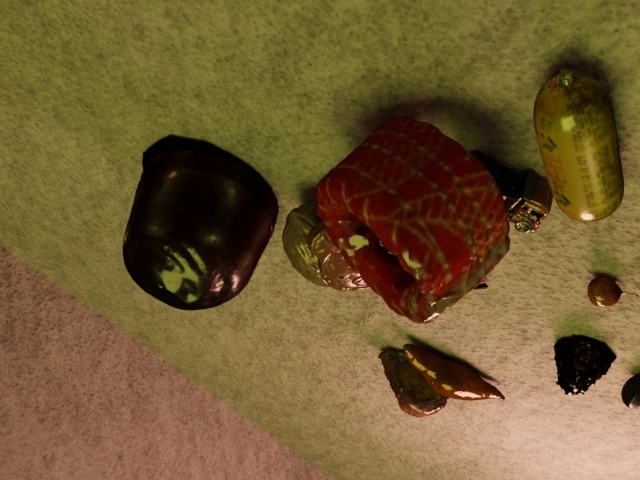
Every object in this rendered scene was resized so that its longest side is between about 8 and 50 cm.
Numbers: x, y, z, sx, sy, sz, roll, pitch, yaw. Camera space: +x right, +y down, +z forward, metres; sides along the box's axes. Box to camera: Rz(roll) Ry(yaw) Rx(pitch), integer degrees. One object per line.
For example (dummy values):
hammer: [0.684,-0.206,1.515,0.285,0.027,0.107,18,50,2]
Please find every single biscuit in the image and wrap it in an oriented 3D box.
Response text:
biscuit: [0.119,0.007,1.627,0.273,0.049,0.257,-26,133,0]

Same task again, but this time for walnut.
walnut: [0.001,0.001,1.724,0.178,0.178,0.230,-5,140,39]

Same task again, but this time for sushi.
sushi: [0.276,0.447,2.269,0.241,0.161,0.107,23,152,-2]

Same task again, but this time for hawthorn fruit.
hawthorn fruit: [0.627,0.110,1.589,0.103,0.067,0.067,-5,142,20]

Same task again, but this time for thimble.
thimble: [0.166,-0.036,1.373,0.350,0.230,0.350,48,167,15]

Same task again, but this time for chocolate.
chocolate: [0.648,0.330,1.858,0.156,0.133,0.156,19,152,11]
chocolate: [-0.312,-0.003,1.781,0.383,0.331,0.384,17,152,9]

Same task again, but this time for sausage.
sausage: [0.432,-0.149,1.233,0.123,0.123,0.347,3,145,31]

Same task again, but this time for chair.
chair: [0.858,0.416,1.899,0.221,0.104,0.095,31,166,-19]

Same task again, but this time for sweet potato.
sweet potato: [0.386,0.411,2.194,0.359,0.112,0.112,23,151,-8]

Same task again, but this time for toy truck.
toy truck: [0.349,-0.096,1.418,0.192,0.083,0.092,26,145,-3]

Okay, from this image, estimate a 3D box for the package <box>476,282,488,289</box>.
package: [0.265,0.117,1.790,0.239,0.030,0.154,8,164,-19]
